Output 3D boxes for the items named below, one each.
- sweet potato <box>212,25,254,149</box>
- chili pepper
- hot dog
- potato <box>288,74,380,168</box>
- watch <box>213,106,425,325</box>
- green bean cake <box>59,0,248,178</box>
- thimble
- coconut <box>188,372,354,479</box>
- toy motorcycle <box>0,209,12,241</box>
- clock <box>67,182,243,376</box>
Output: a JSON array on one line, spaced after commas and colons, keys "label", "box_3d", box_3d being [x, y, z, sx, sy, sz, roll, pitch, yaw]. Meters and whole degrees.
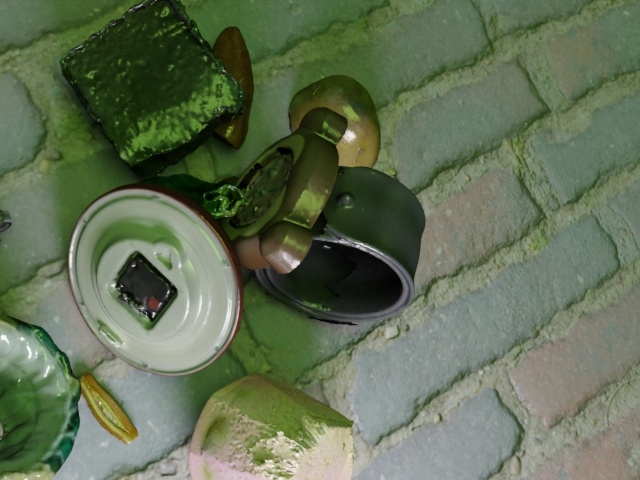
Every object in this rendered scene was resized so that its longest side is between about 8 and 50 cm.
[{"label": "sweet potato", "box_3d": [-0.172, -0.283, 1.538, 0.097, 0.097, 0.252, 6, 72, -20]}, {"label": "chili pepper", "box_3d": [-0.217, -0.069, 1.395, 0.099, 0.253, 0.084, -17, 103, -41]}, {"label": "hot dog", "box_3d": [-0.353, 0.278, 1.372, 0.137, 0.028, 0.044, 52, 40, -6]}, {"label": "potato", "box_3d": [0.047, -0.230, 1.599, 0.182, 0.117, 0.202, -20, 85, -27]}, {"label": "watch", "box_3d": [0.000, 0.000, 1.442, 0.327, 0.335, 0.314, 37, 51, -30]}, {"label": "green bean cake", "box_3d": [-0.278, -0.260, 1.428, 0.241, 0.132, 0.255, -37, 81, -7]}, {"label": "thimble", "box_3d": [-0.482, 0.253, 1.192, 0.254, 0.167, 0.288, 35, 39, -39]}, {"label": "coconut", "box_3d": [-0.090, 0.331, 1.357, 0.233, 0.245, 0.233, -27, 125, -46]}, {"label": "toy motorcycle", "box_3d": [-0.590, 0.055, 1.279, 0.275, 0.127, 0.205, -22, 84, -21]}, {"label": "clock", "box_3d": [-0.266, 0.067, 1.320, 0.319, 0.318, 0.080, 57, 29, -1]}]
